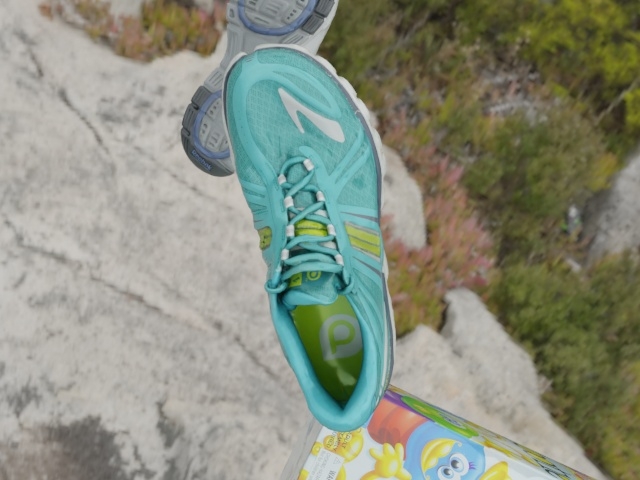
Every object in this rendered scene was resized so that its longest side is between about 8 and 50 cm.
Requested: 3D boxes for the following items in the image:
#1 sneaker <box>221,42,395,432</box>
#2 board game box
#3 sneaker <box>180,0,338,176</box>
[{"bbox_3d":[0.000,0.000,0.790,0.107,0.275,0.110,-13,13,9],"label":"sneaker"},{"bbox_3d":[0.111,0.229,0.996,0.275,0.144,0.142,25,90,-3],"label":"board game box"},{"bbox_3d":[-0.057,-0.212,1.300,0.111,0.297,0.129,33,13,11],"label":"sneaker"}]
